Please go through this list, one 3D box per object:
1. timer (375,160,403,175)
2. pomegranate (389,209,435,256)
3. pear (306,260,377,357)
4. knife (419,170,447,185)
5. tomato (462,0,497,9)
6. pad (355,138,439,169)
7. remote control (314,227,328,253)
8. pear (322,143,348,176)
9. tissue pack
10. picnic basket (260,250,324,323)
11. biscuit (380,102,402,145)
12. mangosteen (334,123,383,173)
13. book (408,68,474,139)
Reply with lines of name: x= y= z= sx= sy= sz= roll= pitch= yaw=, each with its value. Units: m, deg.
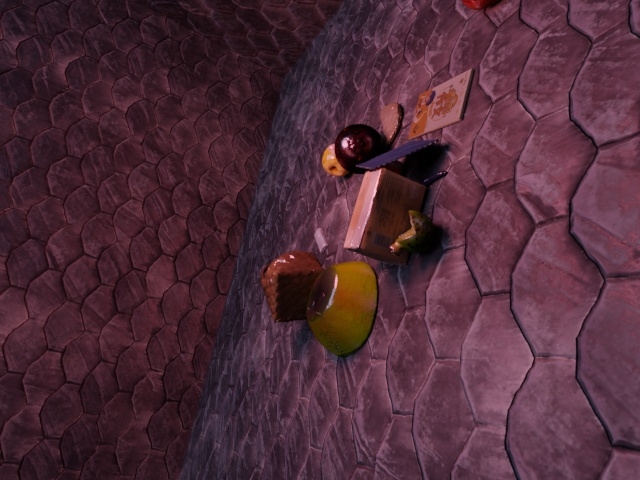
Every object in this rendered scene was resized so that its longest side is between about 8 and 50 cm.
timer: x=0.275 y=-0.281 z=1.836 sx=0.136 sy=0.099 sz=0.136 roll=-57 pitch=15 yaw=23
pomegranate: x=0.318 y=-0.011 z=1.499 sx=0.169 sy=0.122 sz=0.143 roll=-64 pitch=5 yaw=-1
pear: x=0.057 y=0.254 z=1.794 sx=0.399 sy=0.165 sz=0.399 roll=-46 pitch=33 yaw=42
knife: x=0.406 y=-0.226 z=1.606 sx=0.031 sy=0.018 sz=0.121 roll=-44 pitch=9 yaw=-35
tomato: x=0.622 y=-0.947 z=1.635 sx=0.228 sy=0.101 sz=0.228 roll=-33 pitch=45 yaw=41
pad: x=0.284 y=-0.330 z=1.702 sx=0.269 sy=0.012 sz=0.269 roll=-24 pitch=15 yaw=-3
remote control: x=0.000 y=0.000 z=2.284 sx=0.061 sy=0.029 sz=0.162 roll=-60 pitch=26 yaw=24
pear: x=0.095 y=-0.413 z=2.246 sx=0.178 sy=0.178 sz=0.178 roll=-46 pitch=33 yaw=42
tissue pack: x=0.221 y=-0.083 z=1.660 sx=0.238 sy=0.238 sz=0.306 roll=3 pitch=75 yaw=65
picnic basket: x=-0.133 y=0.183 z=2.075 sx=0.337 sy=0.293 sz=0.337 roll=177 pitch=90 yaw=-72
biscuit: x=0.324 y=-0.549 z=2.026 sx=0.133 sy=0.032 sz=0.250 roll=-47 pitch=32 yaw=42
mangosteen: x=0.176 y=-0.414 z=2.034 sx=0.265 sy=0.228 sz=0.228 roll=-28 pitch=-38 yaw=-81
book: x=0.461 y=-0.520 z=1.731 sx=0.295 sy=0.020 sz=0.208 roll=-6 pitch=65 yaw=63
